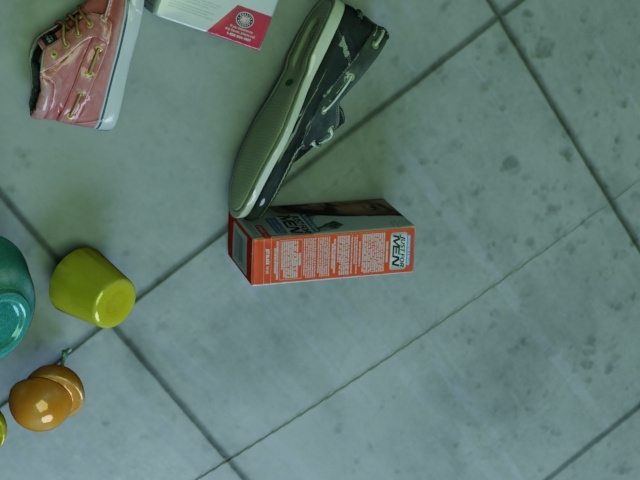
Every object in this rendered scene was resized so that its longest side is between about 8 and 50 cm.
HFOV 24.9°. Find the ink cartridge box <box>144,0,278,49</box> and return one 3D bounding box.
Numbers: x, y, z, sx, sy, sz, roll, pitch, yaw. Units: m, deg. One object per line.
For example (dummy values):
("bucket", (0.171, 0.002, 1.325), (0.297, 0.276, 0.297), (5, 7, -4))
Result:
("ink cartridge box", (-0.086, -0.266, 1.329), (0.109, 0.063, 0.150), (16, 102, -24))

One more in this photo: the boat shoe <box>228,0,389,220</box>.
("boat shoe", (-0.014, -0.117, 1.395), (0.079, 0.084, 0.233), (27, 94, -27))

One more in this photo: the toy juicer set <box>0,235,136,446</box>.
("toy juicer set", (-0.326, 0.093, 1.298), (0.329, 0.089, 0.209), (11, 103, -54))

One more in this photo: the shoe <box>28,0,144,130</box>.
("shoe", (-0.214, -0.187, 1.312), (0.081, 0.063, 0.178), (5, 111, -26))

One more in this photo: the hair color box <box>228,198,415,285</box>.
("hair color box", (0.000, 0.000, 1.438), (0.167, 0.093, 0.053), (-4, 110, -18))
